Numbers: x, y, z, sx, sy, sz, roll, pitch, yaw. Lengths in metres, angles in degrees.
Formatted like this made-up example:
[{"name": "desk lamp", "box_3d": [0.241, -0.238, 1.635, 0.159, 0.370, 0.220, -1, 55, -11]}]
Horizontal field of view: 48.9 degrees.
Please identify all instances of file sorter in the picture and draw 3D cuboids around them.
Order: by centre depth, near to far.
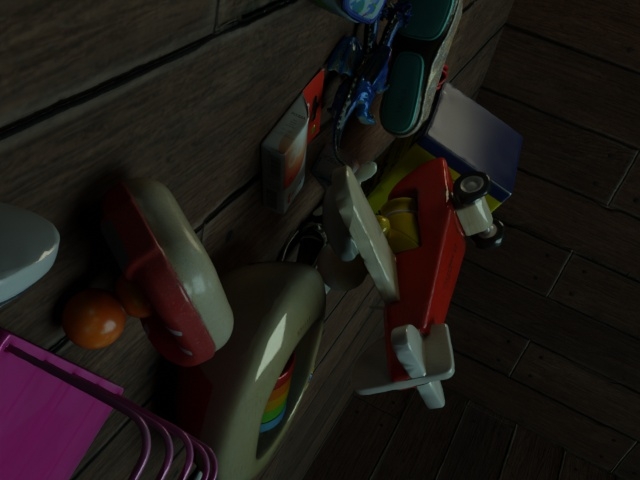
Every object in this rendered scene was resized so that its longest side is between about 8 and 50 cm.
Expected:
[{"name": "file sorter", "box_3d": [-0.233, 0.242, 0.674, 0.202, 0.182, 0.291, -61, 166, -17]}]

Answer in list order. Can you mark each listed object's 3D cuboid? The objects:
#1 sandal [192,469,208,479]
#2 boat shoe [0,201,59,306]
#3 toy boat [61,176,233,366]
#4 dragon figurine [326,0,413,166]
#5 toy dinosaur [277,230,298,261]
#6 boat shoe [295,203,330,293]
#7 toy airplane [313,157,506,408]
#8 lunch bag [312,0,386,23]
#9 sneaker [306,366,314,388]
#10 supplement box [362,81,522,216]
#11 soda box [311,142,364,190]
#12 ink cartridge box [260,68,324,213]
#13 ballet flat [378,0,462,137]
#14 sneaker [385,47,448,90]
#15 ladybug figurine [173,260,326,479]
[{"name": "sandal", "box_3d": [-0.212, 0.519, 1.491, 0.102, 0.076, 0.265, -64, 167, -3]}, {"name": "boat shoe", "box_3d": [-0.267, 0.055, 0.400, 0.267, 0.096, 0.088, -42, 158, -55]}, {"name": "toy boat", "box_3d": [-0.181, 0.055, 0.696, 0.151, 0.151, 0.231, -29, 156, -12]}, {"name": "dragon figurine", "box_3d": [0.061, -0.257, 1.084, 0.144, 0.085, 0.289, 90, 24, -57]}, {"name": "toy dinosaur", "box_3d": [-0.079, 0.075, 1.280, 0.092, 0.053, 0.183, -81, 180, -74]}, {"name": "boat shoe", "box_3d": [0.000, 0.000, 1.324, 0.070, 0.077, 0.219, 45, 44, -39]}, {"name": "toy airplane", "box_3d": [0.112, 0.068, 1.100, 0.384, 0.272, 0.386, -15, 106, -59]}, {"name": "lunch bag", "box_3d": [0.062, -0.384, 0.864, 0.219, 0.090, 0.176, -66, 169, 12]}, {"name": "sneaker", "box_3d": [-0.114, 0.355, 1.568, 0.296, 0.112, 0.131, -61, -176, -9]}, {"name": "supplement box", "box_3d": [0.199, -0.095, 1.391, 0.356, 0.195, 0.194, -49, -169, 44]}, {"name": "soda box", "box_3d": [0.037, -0.120, 1.310, 0.063, 0.058, 0.183, -63, 166, -3]}, {"name": "ink cartridge box", "box_3d": [-0.027, -0.146, 1.055, 0.179, 0.045, 0.145, -54, 164, -29]}, {"name": "ballet flat", "box_3d": [0.172, -0.330, 1.184, 0.106, 0.107, 0.316, -22, 134, -59]}, {"name": "sneaker", "box_3d": [0.184, -0.320, 1.351, 0.221, 0.128, 0.087, -38, 151, -61]}, {"name": "ladybug figurine", "box_3d": [-0.118, 0.204, 1.087, 0.305, 0.162, 0.449, -52, 161, -47]}]
